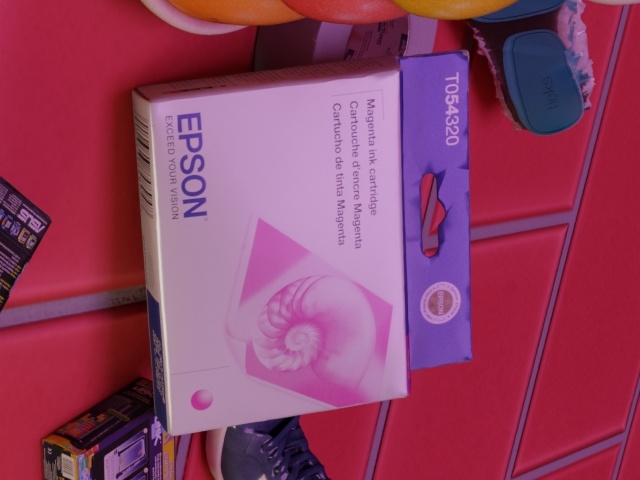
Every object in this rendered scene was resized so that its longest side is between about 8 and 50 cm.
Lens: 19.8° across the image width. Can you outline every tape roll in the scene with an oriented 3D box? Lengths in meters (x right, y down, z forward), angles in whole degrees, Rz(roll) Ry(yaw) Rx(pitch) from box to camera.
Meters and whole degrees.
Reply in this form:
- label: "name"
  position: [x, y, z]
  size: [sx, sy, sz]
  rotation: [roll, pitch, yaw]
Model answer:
- label: "tape roll"
  position: [0.029, -0.201, 1.823]
  size: [0.219, 0.072, 0.219]
  rotation: [-33, 134, -43]

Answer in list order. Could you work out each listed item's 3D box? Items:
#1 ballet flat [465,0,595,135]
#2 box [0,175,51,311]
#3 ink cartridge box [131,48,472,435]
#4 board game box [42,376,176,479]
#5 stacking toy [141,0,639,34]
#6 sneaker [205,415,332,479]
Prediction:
- label: "ballet flat"
  position: [0.219, -0.277, 2.040]
  size: [0.147, 0.147, 0.409]
  rotation: [-55, 152, -23]
- label: "box"
  position: [-0.313, 0.018, 1.446]
  size: [0.184, 0.045, 0.191]
  rotation: [-60, 149, -10]
- label: "ink cartridge box"
  position: [0.000, 0.000, 1.699]
  size: [0.330, 0.071, 0.324]
  rotation: [-9, 110, -16]
- label: "board game box"
  position: [-0.199, 0.236, 1.751]
  size: [0.141, 0.048, 0.170]
  rotation: [-32, 133, -48]
- label: "stacking toy"
  position: [0.092, -0.287, 1.473]
  size: [0.350, 0.479, 0.351]
  rotation: [-36, 136, -43]
- label: "sneaker"
  position: [-0.023, 0.273, 1.950]
  size: [0.131, 0.148, 0.350]
  rotation: [-42, 140, -38]
